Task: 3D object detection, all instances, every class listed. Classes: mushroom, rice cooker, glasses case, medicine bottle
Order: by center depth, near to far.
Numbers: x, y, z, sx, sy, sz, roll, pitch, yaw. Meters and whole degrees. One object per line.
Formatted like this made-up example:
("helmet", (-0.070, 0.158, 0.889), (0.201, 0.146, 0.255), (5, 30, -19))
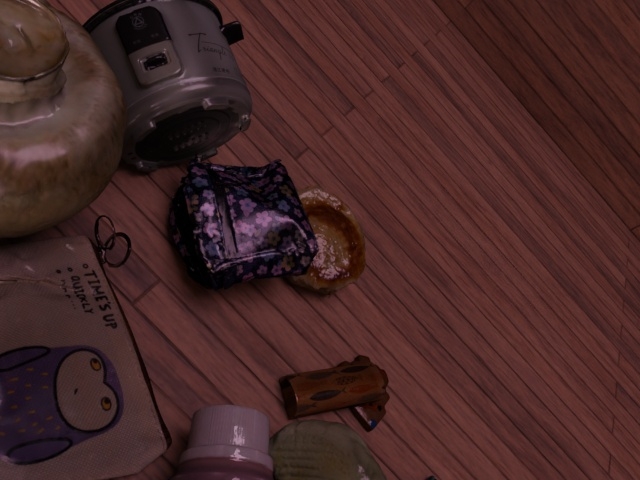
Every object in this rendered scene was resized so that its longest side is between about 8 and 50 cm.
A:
("medicine bottle", (-0.117, 0.327, 0.708), (0.147, 0.147, 0.247), (24, 47, -29))
("mushroom", (-0.400, -0.170, 0.711), (0.352, 0.260, 0.352), (16, 57, -27))
("rice cooker", (-0.241, -0.251, 0.933), (0.280, 0.241, 0.227), (-23, 80, -3))
("glasses case", (0.022, 0.234, 0.962), (0.170, 0.041, 0.064), (-1, 62, -33))

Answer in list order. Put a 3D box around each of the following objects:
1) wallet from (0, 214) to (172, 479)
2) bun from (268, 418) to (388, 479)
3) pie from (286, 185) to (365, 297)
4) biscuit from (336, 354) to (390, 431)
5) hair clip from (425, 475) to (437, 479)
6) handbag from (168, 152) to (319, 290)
("wallet", (-0.320, 0.132, 0.716), (0.275, 0.068, 0.335), (-8, 69, -48))
("bun", (-0.001, 0.346, 0.800), (0.126, 0.204, 0.212), (39, 72, -51))
("pie", (0.000, 0.000, 1.091), (0.179, 0.084, 0.205), (39, 46, -15))
("biscuit", (0.080, 0.257, 1.031), (0.119, 0.019, 0.130), (16, 52, -34))
("hair clip", (0.115, 0.416, 0.946), (0.229, 0.039, 0.070), (4, 60, -46))
("handbag", (-0.126, -0.024, 0.954), (0.208, 0.127, 0.228), (-6, 59, -27))
